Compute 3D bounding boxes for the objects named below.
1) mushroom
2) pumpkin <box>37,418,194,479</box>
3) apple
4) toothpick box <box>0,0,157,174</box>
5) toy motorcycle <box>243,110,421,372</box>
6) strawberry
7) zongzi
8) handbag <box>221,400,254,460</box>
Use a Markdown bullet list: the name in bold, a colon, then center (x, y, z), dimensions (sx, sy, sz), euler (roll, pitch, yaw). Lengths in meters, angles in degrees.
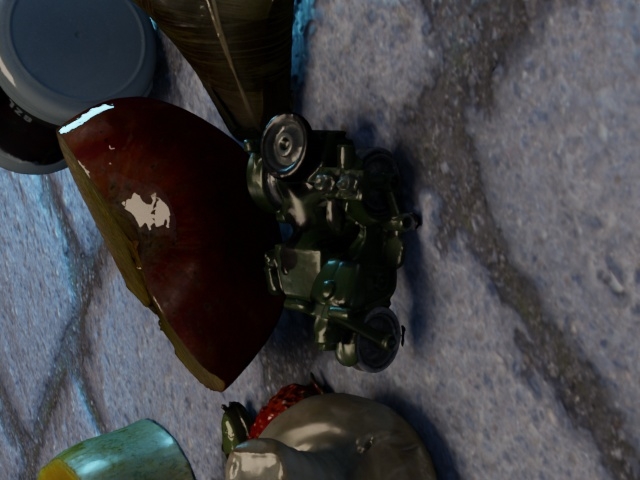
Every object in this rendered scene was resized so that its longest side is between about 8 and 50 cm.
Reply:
- **mushroom**: center (-0.002, 0.271, 1.476), dimensions (0.243, 0.243, 0.243), euler (29, 125, 53)
- **pumpkin**: center (-0.323, 0.469, 2.170), dimensions (0.332, 0.199, 0.332), euler (30, 127, 49)
- **apple**: center (-0.180, 0.014, 1.650), dimensions (0.365, 0.295, 0.329), euler (85, -168, -66)
- **toothpick box**: center (-0.394, -0.240, 2.007), dimensions (0.354, 0.263, 0.263), euler (-32, 73, 60)
- **toy motorcycle**: center (0.000, 0.000, 1.471), dimensions (0.205, 0.127, 0.275), euler (6, 98, 44)
- **strawberry**: center (-0.050, 0.262, 1.713), dimensions (0.228, 0.098, 0.174), euler (-19, 84, 59)
- **zongzi**: center (-0.148, -0.220, 1.582), dimensions (0.111, 0.241, 0.248), euler (-80, -8, -59)
- **handbag**: center (-0.110, 0.271, 1.873), dimensions (0.072, 0.047, 0.111), euler (0, 103, 59)
